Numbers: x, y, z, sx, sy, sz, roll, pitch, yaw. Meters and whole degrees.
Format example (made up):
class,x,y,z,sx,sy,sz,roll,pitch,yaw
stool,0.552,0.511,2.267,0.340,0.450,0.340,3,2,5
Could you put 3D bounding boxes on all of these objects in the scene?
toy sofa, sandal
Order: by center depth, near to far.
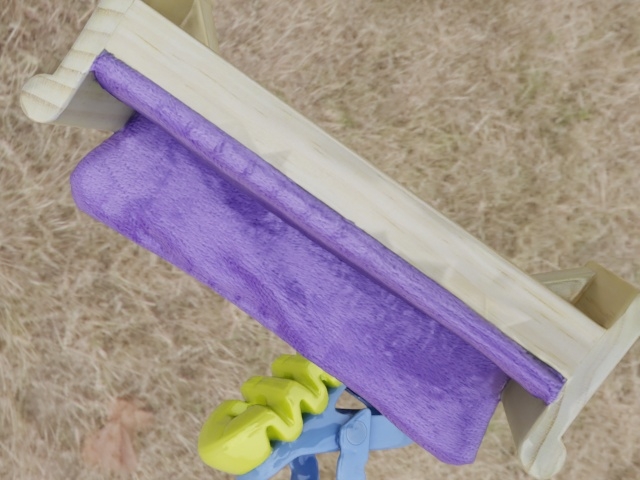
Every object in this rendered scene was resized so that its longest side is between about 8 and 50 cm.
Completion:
class,x,y,z,sx,sy,sz,roll,pitch,yaw
toy sofa,0.000,0.000,0.563,0.363,0.150,0.177,36,97,2
sandal,0.045,0.130,0.820,0.317,0.126,0.138,-38,102,-20
